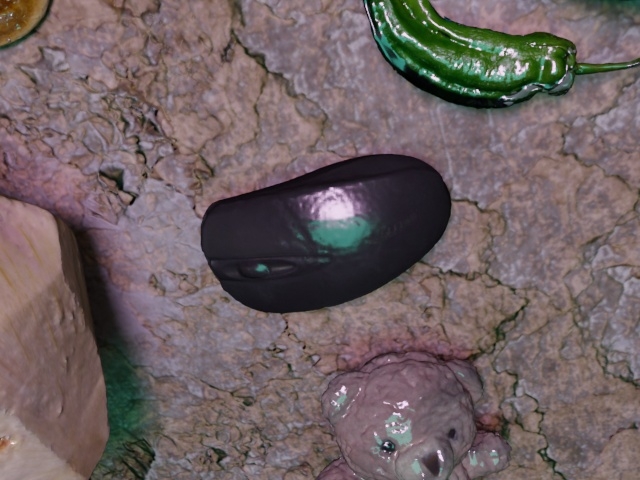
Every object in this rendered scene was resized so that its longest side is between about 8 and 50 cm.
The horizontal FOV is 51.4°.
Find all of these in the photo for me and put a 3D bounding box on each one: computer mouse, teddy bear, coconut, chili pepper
[{"bbox_3d":[0.000,0.000,0.673,0.269,0.086,0.138,-17,112,14],"label":"computer mouse"},{"bbox_3d":[0.101,0.254,0.751,0.236,0.151,0.267,-6,119,-15],"label":"teddy bear"},{"bbox_3d":[-0.392,0.118,0.625,0.415,0.345,0.415,3,114,7],"label":"coconut"},{"bbox_3d":[0.139,-0.180,0.583,0.278,0.065,0.122,25,119,-2],"label":"chili pepper"}]

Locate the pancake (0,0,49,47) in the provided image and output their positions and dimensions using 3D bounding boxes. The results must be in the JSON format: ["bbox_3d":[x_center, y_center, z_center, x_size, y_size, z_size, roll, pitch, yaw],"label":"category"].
[{"bbox_3d":[-0.325,-0.252,0.614,0.158,0.028,0.158,1,114,3],"label":"pancake"}]
